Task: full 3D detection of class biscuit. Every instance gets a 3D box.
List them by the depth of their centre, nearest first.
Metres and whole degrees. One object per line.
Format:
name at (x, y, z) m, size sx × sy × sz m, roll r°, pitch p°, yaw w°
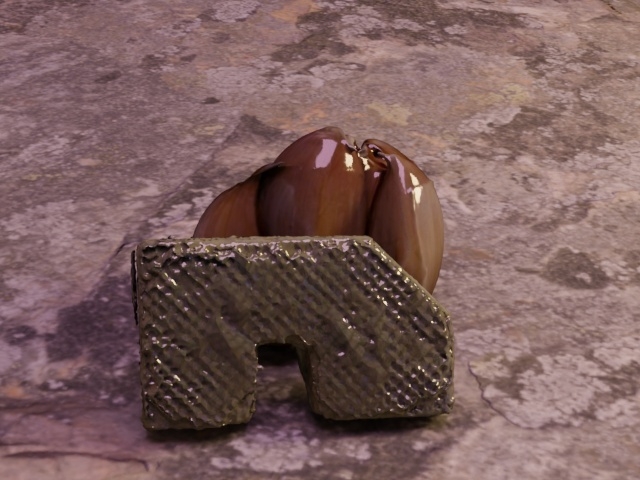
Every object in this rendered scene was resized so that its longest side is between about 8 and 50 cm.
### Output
biscuit at (-0.018, 0.069, 0.861) m, size 0.249 × 0.147 × 0.046 m, roll 0°, pitch 2°, yaw -11°

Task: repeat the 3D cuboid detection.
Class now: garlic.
garlic at (0.000, 0.000, 0.976) m, size 0.214 × 0.191 × 0.160 m, roll -5°, pitch 3°, yaw 6°
